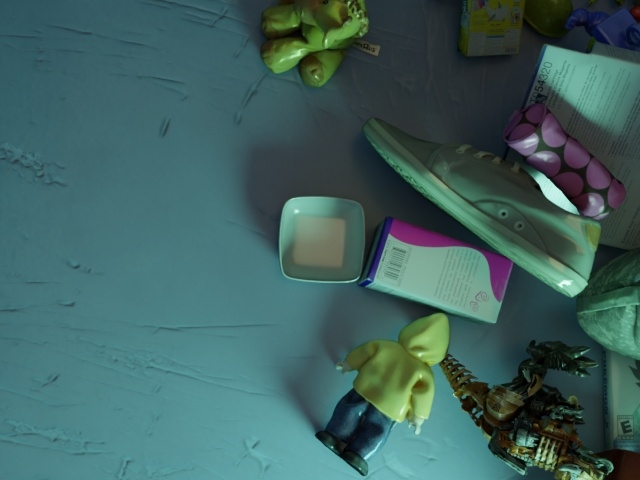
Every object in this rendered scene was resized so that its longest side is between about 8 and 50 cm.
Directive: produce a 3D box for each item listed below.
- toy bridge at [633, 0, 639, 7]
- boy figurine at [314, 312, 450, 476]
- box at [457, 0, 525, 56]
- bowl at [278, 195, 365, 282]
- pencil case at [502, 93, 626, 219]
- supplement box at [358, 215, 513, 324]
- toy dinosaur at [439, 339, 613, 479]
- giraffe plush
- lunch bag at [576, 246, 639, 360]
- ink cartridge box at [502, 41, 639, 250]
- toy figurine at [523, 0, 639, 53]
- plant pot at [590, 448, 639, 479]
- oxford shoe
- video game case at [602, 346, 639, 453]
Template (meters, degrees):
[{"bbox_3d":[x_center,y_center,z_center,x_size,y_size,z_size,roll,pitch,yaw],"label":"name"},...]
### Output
[{"bbox_3d":[0.630,-0.367,1.741,0.063,0.026,0.188,-28,87,-10],"label":"toy bridge"},{"bbox_3d":[0.107,0.230,1.579,0.177,0.092,0.285,30,76,25],"label":"boy figurine"},{"bbox_3d":[0.291,-0.404,1.649,0.105,0.043,0.179,-6,118,-18],"label":"box"},{"bbox_3d":[0.000,0.000,1.614,0.142,0.053,0.142,3,84,-6],"label":"bowl"},{"bbox_3d":[0.376,-0.123,1.508,0.209,0.098,0.095,42,91,-21],"label":"pencil case"},{"bbox_3d":[0.187,0.053,1.599,0.220,0.114,0.111,19,81,-3],"label":"supplement box"},{"bbox_3d":[0.319,0.258,1.529,0.218,0.164,0.322,-29,67,-34],"label":"toy dinosaur"},{"bbox_3d":[0.010,-0.357,1.597,0.210,0.170,0.181,3,83,-6],"label":"giraffe plush"},{"bbox_3d":[0.560,0.097,1.503,0.256,0.305,0.212,2,82,-8],"label":"lunch bag"},{"bbox_3d":[0.462,-0.149,1.579,0.330,0.071,0.324,14,124,-2],"label":"ink cartridge box"},{"bbox_3d":[0.496,-0.347,1.619,0.191,0.217,0.362,-33,86,-3],"label":"toy figurine"},{"bbox_3d":[0.494,0.466,1.525,0.267,0.267,0.236,14,70,-5],"label":"plant pot"},{"bbox_3d":[0.254,-0.081,1.543,0.449,0.169,0.130,37,94,27],"label":"oxford shoe"},{"bbox_3d":[0.644,0.219,1.669,0.329,0.036,0.300,1,83,-6],"label":"video game case"}]
